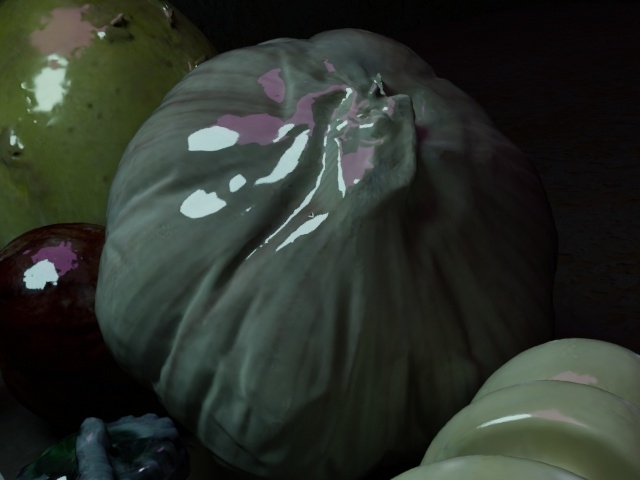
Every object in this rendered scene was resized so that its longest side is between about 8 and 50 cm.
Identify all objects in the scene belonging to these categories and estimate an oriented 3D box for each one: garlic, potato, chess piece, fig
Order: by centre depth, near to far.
[{"bbox_3d":[0.096,0.129,0.479,0.167,0.167,0.299,-3,14,23],"label":"chess piece"},{"bbox_3d":[0.000,0.000,0.697,0.317,0.317,0.259,-18,-20,-24],"label":"garlic"},{"bbox_3d":[-0.120,0.074,0.832,0.274,0.170,0.146,8,56,-16],"label":"fig"},{"bbox_3d":[-0.282,-0.129,1.211,0.385,0.319,0.442,-23,11,-25],"label":"potato"}]

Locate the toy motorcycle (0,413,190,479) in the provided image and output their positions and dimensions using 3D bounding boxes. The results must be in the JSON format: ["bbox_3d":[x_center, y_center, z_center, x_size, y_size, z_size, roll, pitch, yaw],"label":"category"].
[{"bbox_3d":[-0.169,0.180,0.478,0.327,0.143,0.188,-31,26,-35],"label":"toy motorcycle"}]
